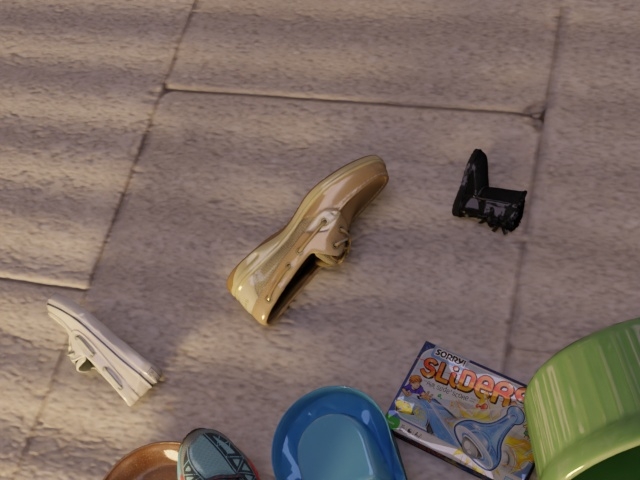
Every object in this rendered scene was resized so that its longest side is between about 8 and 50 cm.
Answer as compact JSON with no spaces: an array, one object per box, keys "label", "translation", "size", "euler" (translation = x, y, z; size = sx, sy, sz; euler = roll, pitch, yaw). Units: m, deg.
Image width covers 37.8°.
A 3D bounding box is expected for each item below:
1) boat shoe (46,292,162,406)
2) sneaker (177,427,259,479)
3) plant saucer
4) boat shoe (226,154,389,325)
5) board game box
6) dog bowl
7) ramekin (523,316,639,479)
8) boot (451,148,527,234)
[{"label":"boat shoe","translation":[-0.341,0.160,1.389],"size":[0.226,0.083,0.076],"euler":[31,71,26]},{"label":"sneaker","translation":[-0.094,0.346,1.174],"size":[0.104,0.125,0.262],"euler":[-21,71,-26]},{"label":"plant saucer","translation":[-0.215,0.374,1.268],"size":[0.199,0.036,0.198],"euler":[-6,60,10]},{"label":"boat shoe","translation":[0.000,0.000,1.388],"size":[0.302,0.109,0.098],"euler":[-43,66,-5]},{"label":"board game box","translation":[0.201,0.234,1.244],"size":[0.201,0.035,0.136],"euler":[22,68,24]},{"label":"dog bowl","translation":[0.042,0.335,1.186],"size":[0.166,0.074,0.297],"euler":[-23,61,14]},{"label":"ramekin","translation":[0.381,0.213,1.068],"size":[0.303,0.303,0.148],"euler":[-14,52,6]},{"label":"boot","translation":[0.260,-0.074,1.398],"size":[0.099,0.045,0.121],"euler":[14,73,23]}]
